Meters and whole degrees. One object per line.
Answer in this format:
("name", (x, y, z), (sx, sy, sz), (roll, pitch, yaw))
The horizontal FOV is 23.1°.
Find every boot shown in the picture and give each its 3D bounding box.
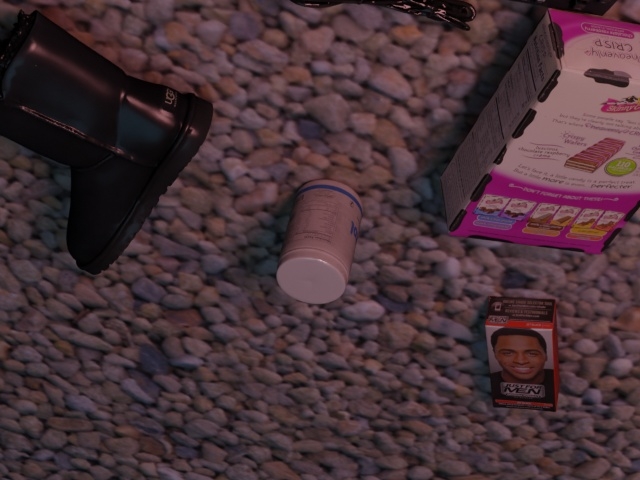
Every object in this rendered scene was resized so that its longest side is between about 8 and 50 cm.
("boot", (-0.245, -0.092, 1.478), (0.207, 0.094, 0.246), (26, 131, -19))

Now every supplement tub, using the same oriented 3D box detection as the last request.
("supplement tub", (0.000, 0.000, 1.509), (0.071, 0.107, 0.071), (7, 139, 6))

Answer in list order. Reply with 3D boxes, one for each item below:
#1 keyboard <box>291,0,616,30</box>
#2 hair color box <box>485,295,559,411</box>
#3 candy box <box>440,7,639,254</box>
("keyboard", (0.084, -0.215, 1.239), (0.317, 0.033, 0.201), (8, 164, -13))
("hair color box", (0.213, 0.120, 1.638), (0.072, 0.043, 0.141), (2, 138, 14))
("candy box", (0.221, -0.087, 1.349), (0.159, 0.071, 0.233), (7, 143, -19))
